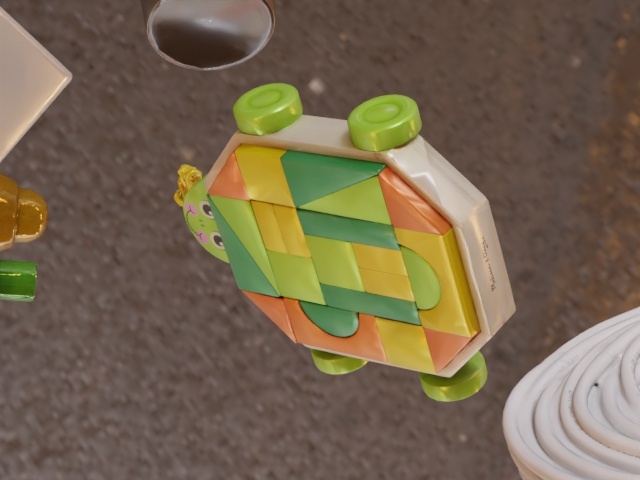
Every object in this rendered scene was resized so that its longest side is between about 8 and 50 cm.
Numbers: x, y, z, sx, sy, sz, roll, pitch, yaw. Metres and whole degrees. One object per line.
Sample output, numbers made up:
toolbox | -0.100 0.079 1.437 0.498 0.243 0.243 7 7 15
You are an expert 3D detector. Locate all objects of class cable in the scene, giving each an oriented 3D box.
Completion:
cable | 0.229 0.102 0.996 0.257 0.257 0.089 -40 123 -48

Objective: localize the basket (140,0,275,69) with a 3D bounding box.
basket | -0.119 -0.297 1.920 0.154 0.227 0.204 9 138 -22

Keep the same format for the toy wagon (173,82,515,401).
toy wagon | 0.000 0.000 1.581 0.068 0.344 0.267 -44 130 -38

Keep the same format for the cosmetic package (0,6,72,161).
cosmetic package | -0.428 -0.233 1.551 0.161 0.230 0.453 -50 144 -4

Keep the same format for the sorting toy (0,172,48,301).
sorting toy | -0.170 -0.004 0.804 0.126 0.365 0.127 5 95 -12
